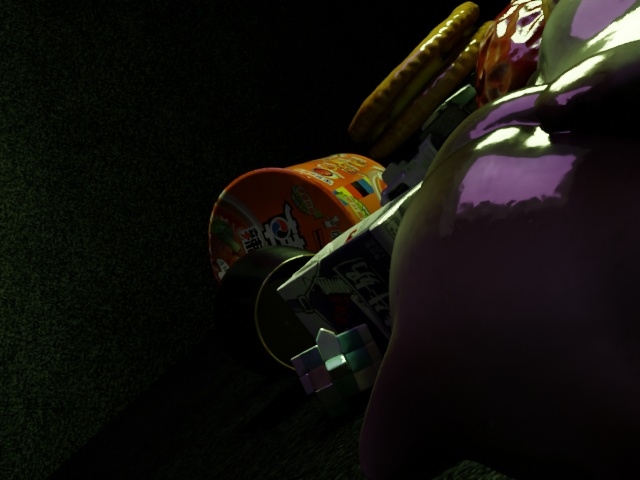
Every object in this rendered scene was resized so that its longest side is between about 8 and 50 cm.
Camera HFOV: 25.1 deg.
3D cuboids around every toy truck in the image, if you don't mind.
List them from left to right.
[{"bbox_3d":[0.211,-0.107,1.741,0.178,0.176,0.363,-47,-2,36],"label":"toy truck"}]

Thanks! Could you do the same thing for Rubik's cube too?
[{"bbox_3d":[0.014,0.129,1.410,0.073,0.075,0.084,-21,-25,-45],"label":"Rubik's cube"}]

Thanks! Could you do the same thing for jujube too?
[{"bbox_3d":[0.266,-0.170,1.517,0.213,0.213,0.232,-35,6,43],"label":"jujube"}]

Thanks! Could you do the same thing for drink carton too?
[{"bbox_3d":[0.071,0.044,1.443,0.102,0.134,0.222,-42,5,-33],"label":"drink carton"}]

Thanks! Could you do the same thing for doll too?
[{"bbox_3d":[0.175,-0.024,0.743,0.215,0.226,0.370,8,28,33],"label":"doll"}]

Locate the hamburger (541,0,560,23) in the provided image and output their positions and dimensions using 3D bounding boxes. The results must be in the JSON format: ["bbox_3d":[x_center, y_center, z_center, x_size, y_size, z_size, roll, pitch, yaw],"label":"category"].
[{"bbox_3d":[0.327,-0.211,1.309,0.146,0.243,0.286,7,-84,-70],"label":"hamburger"}]

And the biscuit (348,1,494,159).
[{"bbox_3d":[0.120,-0.183,1.670,0.220,0.066,0.220,-47,0,0],"label":"biscuit"}]

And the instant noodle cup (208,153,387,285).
[{"bbox_3d":[0.000,0.000,1.954,0.250,0.250,0.192,-36,-4,35],"label":"instant noodle cup"}]

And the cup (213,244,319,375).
[{"bbox_3d":[-0.005,0.062,1.734,0.239,0.166,0.177,-41,8,-13],"label":"cup"}]

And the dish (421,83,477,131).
[{"bbox_3d":[0.285,-0.186,2.018,0.303,0.120,0.303,-32,-4,-2],"label":"dish"}]
